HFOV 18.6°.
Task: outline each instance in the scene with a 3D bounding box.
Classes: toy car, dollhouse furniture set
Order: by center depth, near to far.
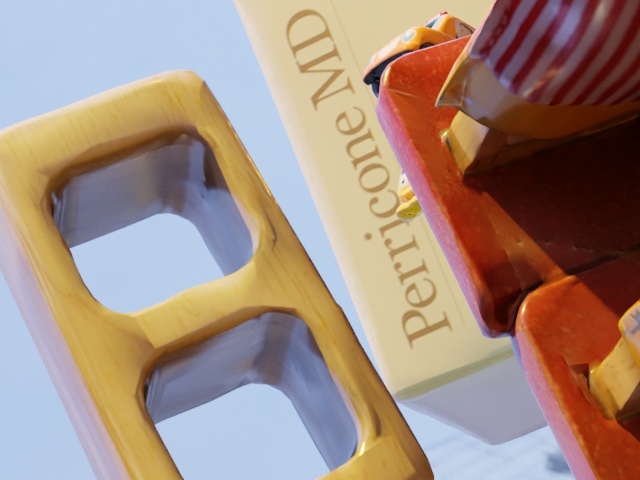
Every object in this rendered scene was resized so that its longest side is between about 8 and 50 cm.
[{"bbox_3d":[0.000,0.000,0.378,0.374,0.201,0.152,-20,-113,-22],"label":"dollhouse furniture set"},{"bbox_3d":[0.036,-0.056,0.813,0.060,0.122,0.041,13,-119,-13],"label":"toy car"}]

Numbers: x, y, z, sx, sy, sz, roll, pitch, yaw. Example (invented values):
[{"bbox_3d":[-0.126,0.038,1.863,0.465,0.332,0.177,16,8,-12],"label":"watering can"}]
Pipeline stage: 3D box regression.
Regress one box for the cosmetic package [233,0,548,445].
[{"bbox_3d":[0.201,-0.094,1.290,0.329,0.393,0.327,68,-170,15],"label":"cosmetic package"}]
